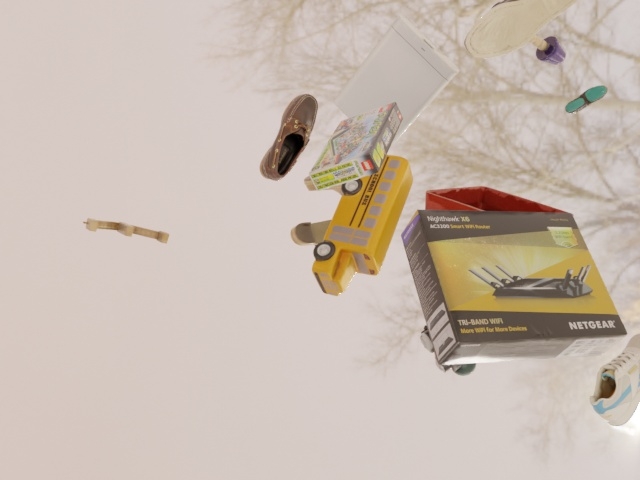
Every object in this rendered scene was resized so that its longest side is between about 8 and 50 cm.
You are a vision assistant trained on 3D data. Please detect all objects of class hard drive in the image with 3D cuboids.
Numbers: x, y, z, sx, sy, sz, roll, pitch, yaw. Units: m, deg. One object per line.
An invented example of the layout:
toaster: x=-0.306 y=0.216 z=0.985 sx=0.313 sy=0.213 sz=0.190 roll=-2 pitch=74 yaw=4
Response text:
hard drive: x=0.218 y=-0.462 z=2.177 sx=0.233 sy=0.353 sz=0.047 roll=45 pitch=-139 yaw=2

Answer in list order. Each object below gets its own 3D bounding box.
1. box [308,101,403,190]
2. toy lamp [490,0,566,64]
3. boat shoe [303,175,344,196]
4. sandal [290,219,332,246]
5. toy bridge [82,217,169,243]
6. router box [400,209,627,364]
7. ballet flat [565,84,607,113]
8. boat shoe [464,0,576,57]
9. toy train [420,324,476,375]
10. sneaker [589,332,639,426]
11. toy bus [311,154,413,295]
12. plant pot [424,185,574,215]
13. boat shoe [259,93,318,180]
box: x=0.063 y=-0.161 z=1.216 sx=0.036 sy=0.114 sz=0.207 roll=62 pitch=-151 yaw=-23
toy lamp: x=0.596 y=-0.582 z=2.070 sx=0.274 sy=0.080 sz=0.080 roll=20 pitch=-102 yaw=-29
boat shoe: x=0.114 y=-0.176 z=2.369 sx=0.341 sy=0.121 sz=0.110 roll=-5 pitch=-76 yaw=-13
sandal: x=-0.001 y=-0.006 z=2.009 sx=0.240 sy=0.079 sz=0.088 roll=3 pitch=-112 yaw=-42
toy bridge: x=-0.436 y=-0.025 z=1.615 sx=0.188 sy=0.063 sz=0.026 roll=11 pitch=-85 yaw=-36
router box: x=0.309 y=0.070 z=1.180 sx=0.308 sy=0.081 sz=0.243 roll=0 pitch=-125 yaw=-20
ballet flat: x=0.696 y=-0.369 z=1.897 sx=0.041 sy=0.114 sz=0.041 roll=41 pitch=-147 yaw=-34
boat shoe: x=0.481 y=-0.547 z=1.756 sx=0.324 sy=0.097 sz=0.117 roll=-35 pitch=-72 yaw=-1
toy train: x=0.464 y=0.264 z=2.195 sx=0.333 sy=0.190 sz=0.142 roll=-31 pitch=-42 yaw=-11
sneaker: x=0.690 y=0.301 z=1.640 sx=0.092 sy=0.087 sz=0.229 roll=40 pitch=-110 yaw=-19
toy bus: x=0.095 y=-0.035 z=1.622 sx=0.108 sy=0.130 sz=0.333 roll=68 pitch=-141 yaw=-54
plant pot: x=0.413 y=0.018 z=1.772 sx=0.267 sy=0.267 sz=0.236 roll=-8 pitch=-65 yaw=-45
boat shoe: x=-0.055 y=-0.218 z=1.531 sx=0.073 sy=0.073 sz=0.207 roll=28 pitch=-100 yaw=-26
